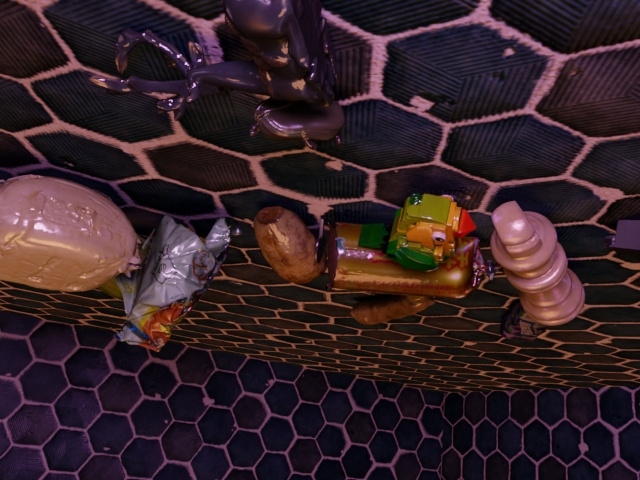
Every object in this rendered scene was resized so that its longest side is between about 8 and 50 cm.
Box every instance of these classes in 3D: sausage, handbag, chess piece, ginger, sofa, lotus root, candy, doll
[{"bbox_3d":[0.165,0.044,1.059,0.318,0.125,0.117,6,171,-2],"label":"sausage"},{"bbox_3d":[-0.026,-0.138,0.685,0.111,0.072,0.047,-7,152,-24],"label":"handbag"},{"bbox_3d":[0.362,0.038,1.011,0.117,0.117,0.397,-4,156,28],"label":"chess piece"},{"bbox_3d":[0.179,0.165,1.493,0.118,0.065,0.299,1,166,-25],"label":"ginger"},{"bbox_3d":[0.530,0.001,0.940,0.147,0.060,0.085,14,176,-20],"label":"sofa"},{"bbox_3d":[-0.056,0.015,1.107,0.110,0.097,0.258,3,157,20],"label":"lotus root"},{"bbox_3d":[0.502,0.182,1.439,0.088,0.061,0.312,7,161,7],"label":"candy"},{"bbox_3d":[0.151,-0.016,0.925,0.134,0.106,0.186,21,159,-8],"label":"doll"}]

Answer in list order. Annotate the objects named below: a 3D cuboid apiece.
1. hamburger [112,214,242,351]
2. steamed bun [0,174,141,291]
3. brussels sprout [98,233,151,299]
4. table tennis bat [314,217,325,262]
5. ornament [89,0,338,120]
[{"bbox_3d":[-0.274,0.050,1.097,0.150,0.276,0.260,37,146,-11],"label":"hamburger"},{"bbox_3d":[-0.452,-0.022,1.035,0.273,0.166,0.232,15,149,-30],"label":"steamed bun"},{"bbox_3d":[-0.409,0.054,1.264,0.181,0.143,0.161,34,176,-9],"label":"brussels sprout"},{"bbox_3d":[0.000,0.000,1.070,0.007,0.083,0.050,10,-161,14],"label":"table tennis bat"},{"bbox_3d":[-0.116,-0.184,0.575,0.236,0.080,0.202,2,164,14],"label":"ornament"}]
